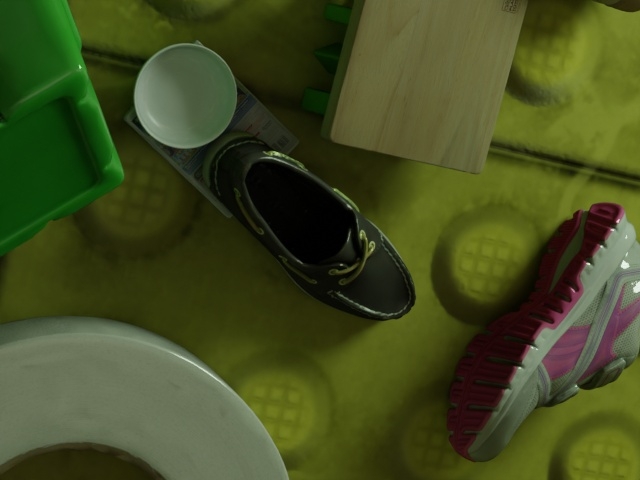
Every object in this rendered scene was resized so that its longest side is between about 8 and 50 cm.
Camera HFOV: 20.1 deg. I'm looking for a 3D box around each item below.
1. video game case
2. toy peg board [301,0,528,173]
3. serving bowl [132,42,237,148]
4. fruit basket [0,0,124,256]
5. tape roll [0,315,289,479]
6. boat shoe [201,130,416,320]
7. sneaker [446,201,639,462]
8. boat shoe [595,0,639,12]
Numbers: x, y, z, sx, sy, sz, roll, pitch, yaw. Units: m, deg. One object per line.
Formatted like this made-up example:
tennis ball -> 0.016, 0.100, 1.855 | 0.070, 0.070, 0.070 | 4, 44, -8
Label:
video game case -> -0.087, -0.089, 1.457 | 0.087, 0.011, 0.122 | -47, 111, -4
toy peg board -> 0.069, -0.152, 1.474 | 0.160, 0.079, 0.161 | 10, 98, -36
serving bowl -> -0.109, -0.115, 1.423 | 0.083, 0.027, 0.083 | -4, 102, -18
fruit basket -> -0.363, -0.143, 1.264 | 0.392, 0.283, 0.392 | -2, 64, 4
tape roll -> -0.207, 0.254, 1.454 | 0.392, 0.072, 0.392 | -4, 102, -18
boat shoe -> 0.000, 0.000, 1.466 | 0.228, 0.069, 0.081 | 39, 87, -27
sneaker -> 0.211, 0.095, 1.545 | 0.111, 0.103, 0.252 | 39, 87, -19
boat shoe -> 0.289, -0.356, 1.481 | 0.110, 0.121, 0.341 | 19, 104, -25
